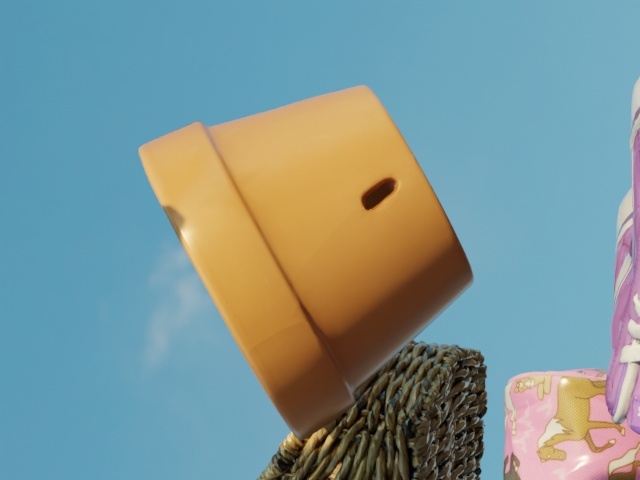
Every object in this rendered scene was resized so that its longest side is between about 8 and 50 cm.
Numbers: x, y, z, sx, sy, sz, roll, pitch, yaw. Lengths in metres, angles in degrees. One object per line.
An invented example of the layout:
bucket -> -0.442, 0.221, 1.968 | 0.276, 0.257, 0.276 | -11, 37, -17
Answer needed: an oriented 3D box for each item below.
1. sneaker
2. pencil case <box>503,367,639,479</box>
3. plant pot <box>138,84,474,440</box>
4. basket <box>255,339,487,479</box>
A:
sneaker -> 0.205, 0.020, 1.024 | 0.282, 0.102, 0.161 | 77, -158, -66
pencil case -> 0.200, 0.281, 1.413 | 0.167, 0.160, 0.386 | 134, 142, -76
plant pot -> 0.000, 0.000, 1.671 | 0.203, 0.291, 0.291 | -28, -48, 0
basket -> 0.035, 0.204, 1.982 | 0.299, 0.223, 0.213 | -29, -57, -69
